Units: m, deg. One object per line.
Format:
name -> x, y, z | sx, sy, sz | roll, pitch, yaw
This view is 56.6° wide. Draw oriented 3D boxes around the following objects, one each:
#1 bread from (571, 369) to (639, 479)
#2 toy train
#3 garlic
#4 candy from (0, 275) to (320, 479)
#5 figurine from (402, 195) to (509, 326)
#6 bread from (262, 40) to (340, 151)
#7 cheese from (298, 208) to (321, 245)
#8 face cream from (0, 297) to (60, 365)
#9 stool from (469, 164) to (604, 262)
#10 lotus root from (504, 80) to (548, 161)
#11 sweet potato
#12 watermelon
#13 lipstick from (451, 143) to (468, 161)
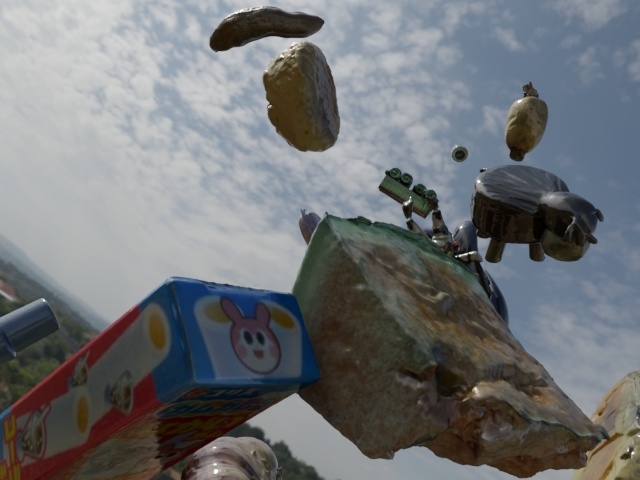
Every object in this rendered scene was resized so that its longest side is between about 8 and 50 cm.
bread -> 0.524, 0.350, 0.923 | 0.183, 0.388, 0.236 | 37, -50, 14
toy train -> 0.208, -0.116, 1.412 | 0.148, 0.071, 0.038 | 33, -1, 2
garlic -> -0.127, 0.395, 0.827 | 0.245, 0.161, 0.245 | -17, 90, -85
candy -> -0.163, 0.153, 0.567 | 0.157, 0.306, 0.100 | 17, 44, -50
figurine -> 0.203, 0.073, 0.977 | 0.175, 0.265, 0.197 | -17, -22, 20
bread -> -0.043, -0.307, 1.298 | 0.134, 0.244, 0.244 | -5, -33, 15
cheese -> 0.000, 0.000, 1.232 | 0.191, 0.042, 0.105 | 52, 17, -50
face cream -> -0.655, 0.222, 1.038 | 0.135, 0.385, 0.086 | 10, -55, 54
stool -> 0.287, -0.027, 0.808 | 0.217, 0.125, 0.121 | 40, -39, 48
lotus root -> 0.376, -0.219, 1.086 | 0.072, 0.152, 0.063 | 6, -11, 27
sweet potato -> -0.080, -0.326, 0.899 | 0.053, 0.182, 0.054 | 168, -90, -79
watermelon -> 0.098, 0.126, 0.622 | 0.264, 0.151, 0.302 | 17, 29, -36
lipstick -> 0.309, -0.201, 1.335 | 0.037, 0.037, 0.116 | 38, 18, -3
